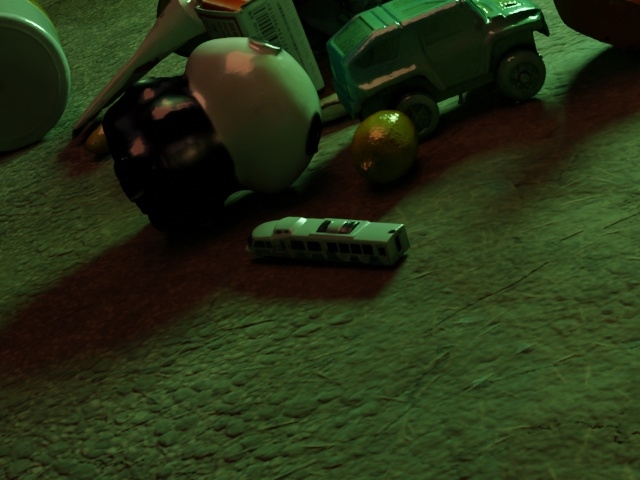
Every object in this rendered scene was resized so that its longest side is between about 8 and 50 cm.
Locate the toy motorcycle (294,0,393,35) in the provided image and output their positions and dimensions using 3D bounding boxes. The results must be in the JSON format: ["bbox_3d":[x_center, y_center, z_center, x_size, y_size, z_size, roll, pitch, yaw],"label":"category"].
[{"bbox_3d":[0.109,-0.369,1.926,0.207,0.400,0.134,143,142,-66],"label":"toy motorcycle"}]

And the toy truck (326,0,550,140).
[{"bbox_3d":[0.155,-0.241,1.686,0.278,0.156,0.155,-22,26,-3],"label":"toy truck"}]

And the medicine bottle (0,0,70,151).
[{"bbox_3d":[-0.548,-0.291,2.176,0.237,0.238,0.232,-23,28,-7],"label":"medicine bottle"}]

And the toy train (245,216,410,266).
[{"bbox_3d":[0.000,0.000,1.444,0.207,0.047,0.043,3,32,36],"label":"toy train"}]

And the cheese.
[{"bbox_3d":[0.349,-0.328,1.654,0.329,0.129,0.217,4,23,-34],"label":"cheese"}]

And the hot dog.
[{"bbox_3d":[-0.300,-0.195,2.033,0.066,0.047,0.216,-47,7,35],"label":"hot dog"}]

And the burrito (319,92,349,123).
[{"bbox_3d":[0.032,-0.192,1.807,0.171,0.042,0.051,-24,23,-2],"label":"burrito"}]

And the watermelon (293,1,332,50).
[{"bbox_3d":[-0.023,-0.360,2.063,0.125,0.135,0.094,-28,46,-13],"label":"watermelon"}]

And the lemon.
[{"bbox_3d":[0.078,-0.113,1.569,0.082,0.082,0.111,-6,32,26],"label":"lemon"}]

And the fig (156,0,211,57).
[{"bbox_3d":[-0.162,-0.395,2.119,0.203,0.225,0.203,14,3,-1],"label":"fig"}]

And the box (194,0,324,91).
[{"bbox_3d":[-0.089,-0.290,1.918,0.099,0.182,0.133,-36,32,-21],"label":"box"}]

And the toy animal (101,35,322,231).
[{"bbox_3d":[-0.131,-0.139,1.629,0.266,0.213,0.212,-26,26,-3],"label":"toy animal"}]

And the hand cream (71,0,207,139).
[{"bbox_3d":[-0.275,-0.282,2.028,0.336,0.076,0.121,-40,6,27],"label":"hand cream"}]
